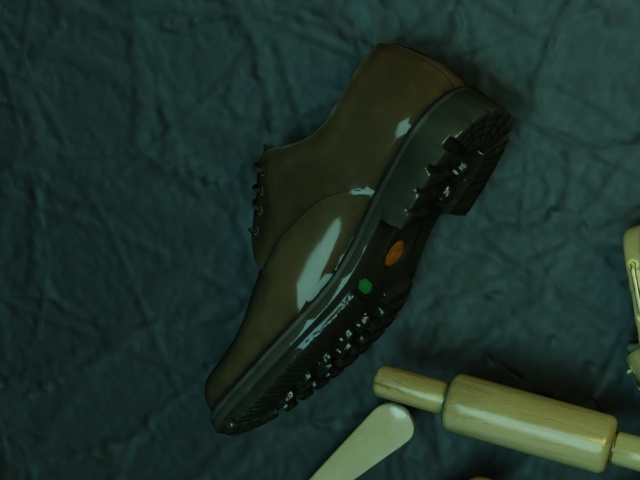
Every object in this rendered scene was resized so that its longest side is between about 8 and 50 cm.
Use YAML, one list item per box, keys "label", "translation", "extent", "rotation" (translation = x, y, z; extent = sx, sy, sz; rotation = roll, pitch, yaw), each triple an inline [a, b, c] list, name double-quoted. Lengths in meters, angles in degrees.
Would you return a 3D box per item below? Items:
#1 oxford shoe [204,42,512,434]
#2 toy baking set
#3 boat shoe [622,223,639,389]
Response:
- label: "oxford shoe"
  translation: [0.000, 0.000, 0.922]
  extent: [0.096, 0.083, 0.227]
  rotation: [42, 109, 23]
- label: "toy baking set"
  translation: [0.074, 0.156, 0.937]
  extent: [0.256, 0.030, 0.196]
  rotation: [19, 117, 11]
- label: "boat shoe"
  translation: [0.174, 0.053, 0.900]
  extent: [0.045, 0.050, 0.135]
  rotation: [3, 107, 31]
